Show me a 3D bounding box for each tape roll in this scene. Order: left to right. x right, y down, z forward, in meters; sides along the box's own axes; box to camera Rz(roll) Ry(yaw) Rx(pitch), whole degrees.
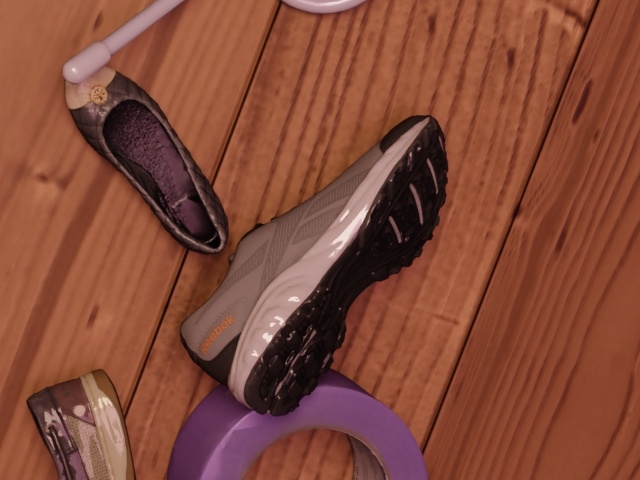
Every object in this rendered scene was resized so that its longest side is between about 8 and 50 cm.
[{"bbox_3d":[-0.018,0.192,1.220,0.189,0.080,0.189,-4,101,-19],"label":"tape roll"}]

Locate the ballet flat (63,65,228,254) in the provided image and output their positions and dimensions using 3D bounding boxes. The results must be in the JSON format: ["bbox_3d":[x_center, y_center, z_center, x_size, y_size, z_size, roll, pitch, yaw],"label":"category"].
[{"bbox_3d":[-0.120,-0.061,1.146,0.057,0.049,0.173,-43,112,-8],"label":"ballet flat"}]

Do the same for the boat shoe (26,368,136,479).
[{"bbox_3d":[-0.169,0.208,1.173,0.073,0.080,0.224,-11,99,-12],"label":"boat shoe"}]

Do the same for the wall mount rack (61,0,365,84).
[{"bbox_3d":[-0.084,-0.278,1.069,0.304,0.130,0.350,-25,113,4],"label":"wall mount rack"}]

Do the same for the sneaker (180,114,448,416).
[{"bbox_3d":[0.000,0.000,1.178,0.271,0.108,0.100,-49,143,-22],"label":"sneaker"}]
